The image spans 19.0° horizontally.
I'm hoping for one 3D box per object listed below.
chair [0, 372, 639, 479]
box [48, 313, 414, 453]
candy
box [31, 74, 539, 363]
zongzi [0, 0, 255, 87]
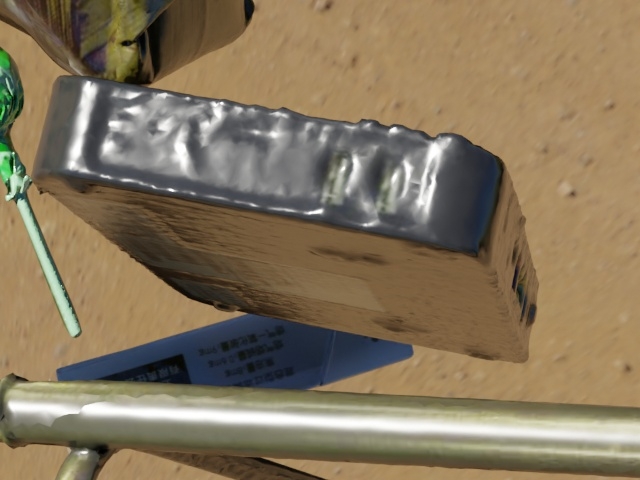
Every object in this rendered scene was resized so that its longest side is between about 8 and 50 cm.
[{"bbox_3d":[0.088,0.218,0.697,0.410,0.365,0.362,-14,68,24],"label":"chair"},{"bbox_3d":[-0.068,0.092,1.365,0.243,0.155,0.067,-16,88,-10],"label":"box"},{"bbox_3d":[-0.307,-0.051,1.954,0.097,0.097,0.323,-23,98,-15],"label":"candy"},{"bbox_3d":[0.000,0.000,0.966,0.211,0.350,0.058,12,80,12],"label":"box"},{"bbox_3d":[-0.168,-0.251,1.028,0.274,0.300,0.145,29,51,30],"label":"zongzi"}]
